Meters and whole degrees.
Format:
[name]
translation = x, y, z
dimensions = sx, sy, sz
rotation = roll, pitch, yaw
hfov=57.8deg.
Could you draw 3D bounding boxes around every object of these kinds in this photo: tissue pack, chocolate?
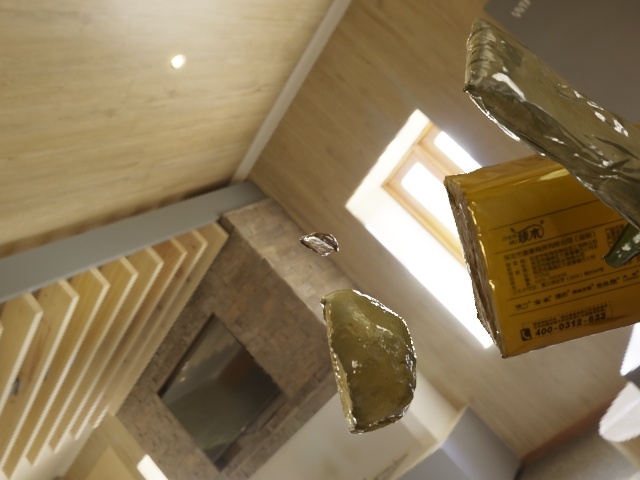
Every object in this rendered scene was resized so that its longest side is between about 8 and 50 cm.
[tissue pack]
translation = 0.422, -0.010, 0.931
dimensions = 0.382, 0.293, 0.228
rotation = -16, 10, 4
[chocolate]
translation = 0.000, 0.000, 1.154
dimensions = 0.031, 0.065, 0.101
rotation = -62, 12, -15

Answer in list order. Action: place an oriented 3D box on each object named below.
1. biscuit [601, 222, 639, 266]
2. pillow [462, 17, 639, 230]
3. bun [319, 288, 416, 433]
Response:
[biscuit]
translation = 0.394, -0.056, 0.618
dimensions = 0.099, 0.038, 0.322
rotation = -52, -15, -16
[pillow]
translation = 0.219, -0.108, 0.528
dimensions = 0.050, 0.230, 0.148
rotation = -48, 18, 39
[bun]
translation = 0.127, 0.288, 1.420
dimensions = 0.202, 0.363, 0.364
rotation = -13, -16, -5
